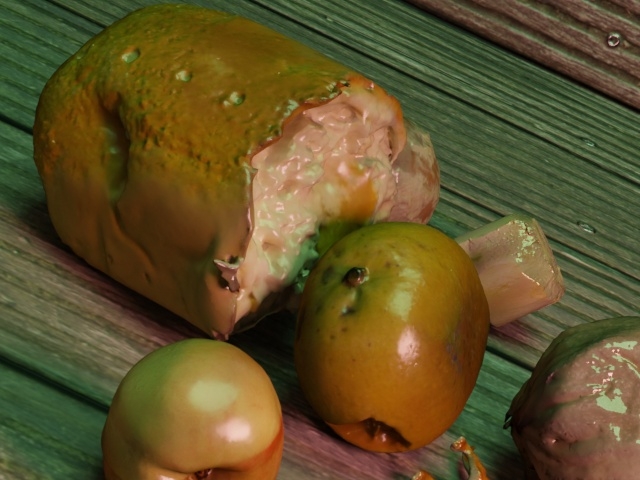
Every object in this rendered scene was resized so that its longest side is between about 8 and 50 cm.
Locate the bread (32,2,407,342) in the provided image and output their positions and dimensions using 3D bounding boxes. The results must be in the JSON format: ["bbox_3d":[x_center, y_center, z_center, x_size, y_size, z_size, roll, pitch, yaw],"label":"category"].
[{"bbox_3d":[-0.135,-0.111,1.683,0.394,0.250,0.361,30,55,22],"label":"bread"}]

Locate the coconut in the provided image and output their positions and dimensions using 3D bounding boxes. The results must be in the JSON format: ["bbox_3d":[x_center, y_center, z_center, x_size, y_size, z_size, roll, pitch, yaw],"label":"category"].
[{"bbox_3d":[0.249,0.045,2.015,0.147,0.152,0.147,58,18,-32],"label":"coconut"}]

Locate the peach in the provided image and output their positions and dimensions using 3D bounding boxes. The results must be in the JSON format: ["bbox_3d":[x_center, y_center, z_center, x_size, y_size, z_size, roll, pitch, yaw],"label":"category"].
[{"bbox_3d":[-0.116,0.178,1.340,0.184,0.184,0.184,21,24,-10],"label":"peach"}]

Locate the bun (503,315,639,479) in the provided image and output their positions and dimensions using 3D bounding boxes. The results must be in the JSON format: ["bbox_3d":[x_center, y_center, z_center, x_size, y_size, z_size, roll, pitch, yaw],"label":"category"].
[{"bbox_3d":[0.317,0.217,1.635,0.204,0.282,0.281,-9,34,-12],"label":"bun"}]

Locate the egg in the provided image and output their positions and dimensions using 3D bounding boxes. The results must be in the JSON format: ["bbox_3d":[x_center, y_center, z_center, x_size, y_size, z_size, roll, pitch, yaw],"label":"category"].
[{"bbox_3d":[0.066,-0.086,2.009,0.203,0.203,0.245,31,-11,12],"label":"egg"}]

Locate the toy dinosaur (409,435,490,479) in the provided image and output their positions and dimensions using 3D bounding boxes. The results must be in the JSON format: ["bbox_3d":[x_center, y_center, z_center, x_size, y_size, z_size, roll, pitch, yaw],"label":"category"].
[{"bbox_3d":[0.177,0.284,1.563,0.142,0.057,0.212,46,30,15],"label":"toy dinosaur"}]

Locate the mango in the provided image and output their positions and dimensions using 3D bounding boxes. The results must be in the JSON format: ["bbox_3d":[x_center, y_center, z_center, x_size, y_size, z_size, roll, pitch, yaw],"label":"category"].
[{"bbox_3d":[0.101,0.104,1.641,0.182,0.253,0.365,0,2,29],"label":"mango"}]
